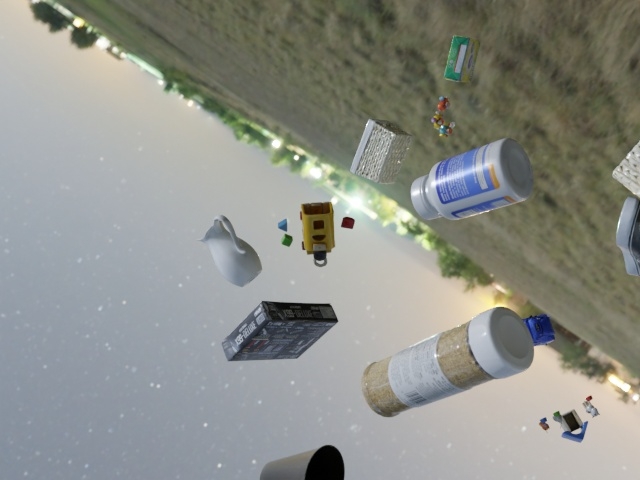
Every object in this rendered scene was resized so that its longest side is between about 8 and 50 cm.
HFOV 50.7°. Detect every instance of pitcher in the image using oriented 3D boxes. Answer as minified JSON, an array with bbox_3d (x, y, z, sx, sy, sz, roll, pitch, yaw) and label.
[{"bbox_3d":[-0.265,0.029,2.039,0.207,0.125,0.178,49,149,4],"label":"pitcher"}]

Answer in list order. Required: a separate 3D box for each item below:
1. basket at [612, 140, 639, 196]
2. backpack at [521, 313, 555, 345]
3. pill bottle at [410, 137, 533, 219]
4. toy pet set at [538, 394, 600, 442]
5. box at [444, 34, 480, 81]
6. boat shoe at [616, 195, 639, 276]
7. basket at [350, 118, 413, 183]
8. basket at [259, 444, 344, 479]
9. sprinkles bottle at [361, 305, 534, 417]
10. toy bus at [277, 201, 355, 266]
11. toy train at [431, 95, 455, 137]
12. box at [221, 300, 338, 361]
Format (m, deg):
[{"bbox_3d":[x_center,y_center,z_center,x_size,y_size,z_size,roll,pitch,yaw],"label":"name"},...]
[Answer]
[{"bbox_3d":[1.102,-0.165,1.958,0.328,0.266,0.331,21,-157,-40],"label":"basket"},{"bbox_3d":[0.675,0.286,2.158,0.101,0.120,0.098,98,161,-62],"label":"backpack"},{"bbox_3d":[0.358,-0.136,1.633,0.152,0.152,0.272,31,148,-35],"label":"pill bottle"},{"bbox_3d":[0.537,0.398,1.446,0.114,0.122,0.065,64,-179,-61],"label":"toy pet set"},{"bbox_3d":[0.353,-0.445,1.667,0.043,0.105,0.179,17,-162,17],"label":"box"},{"bbox_3d":[0.734,0.005,1.508,0.105,0.113,0.306,14,156,36],"label":"boat shoe"},{"bbox_3d":[0.179,-0.254,1.950,0.103,0.167,0.113,31,-158,31],"label":"basket"},{"bbox_3d":[-0.066,0.729,2.054,0.154,0.227,0.204,51,-138,-19],"label":"basket"},{"bbox_3d":[0.229,0.239,1.286,0.121,0.355,0.121,20,-126,-30],"label":"sprinkles bottle"},{"bbox_3d":[-0.006,-0.010,1.923,0.202,0.191,0.104,37,-160,-22],"label":"toy bus"},{"bbox_3d":[0.510,-0.492,2.726,0.046,0.125,0.166,22,155,45],"label":"toy train"},{"bbox_3d":[-0.129,0.297,2.193,0.307,0.242,0.076,7,-132,-44],"label":"box"}]
